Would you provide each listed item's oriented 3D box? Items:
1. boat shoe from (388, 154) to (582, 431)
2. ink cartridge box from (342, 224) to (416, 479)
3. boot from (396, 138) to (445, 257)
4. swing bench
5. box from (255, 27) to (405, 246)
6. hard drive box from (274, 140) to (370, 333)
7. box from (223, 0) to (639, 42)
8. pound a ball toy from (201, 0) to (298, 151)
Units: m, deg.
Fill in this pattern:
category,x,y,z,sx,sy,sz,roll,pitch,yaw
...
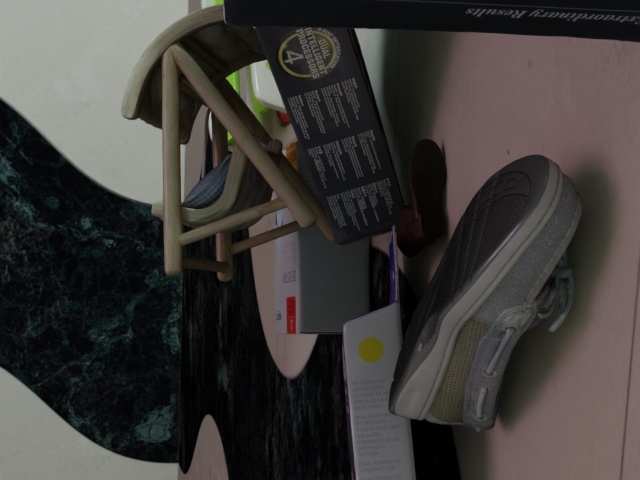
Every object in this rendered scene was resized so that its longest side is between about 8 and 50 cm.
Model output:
category,x,y,z,sx,sy,sz,roll,pitch,yaw
boat shoe,0.141,0.053,1.162,0.320,0.103,0.118,113,175,-49
ink cartridge box,0.054,0.150,1.446,0.303,0.072,0.307,61,-158,-86
boot,0.098,-0.041,1.490,0.114,0.037,0.106,134,137,-80
swing bench,-0.103,-0.101,1.612,0.253,0.165,0.255,21,-131,-81
box,-0.019,-0.239,1.546,0.318,0.097,0.395,-100,-8,-46
hard drive box,0.000,0.000,1.817,0.181,0.089,0.232,159,110,-78
box,0.111,-0.294,0.784,0.395,0.293,0.212,117,151,-64
pound a ball toy,-0.051,-0.258,2.038,0.208,0.135,0.319,-38,48,43
